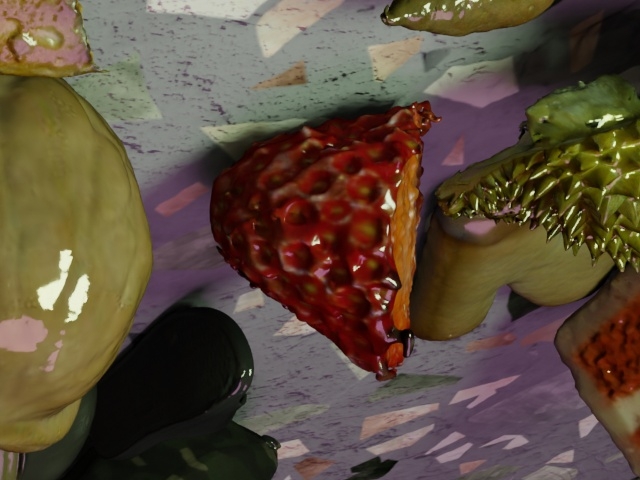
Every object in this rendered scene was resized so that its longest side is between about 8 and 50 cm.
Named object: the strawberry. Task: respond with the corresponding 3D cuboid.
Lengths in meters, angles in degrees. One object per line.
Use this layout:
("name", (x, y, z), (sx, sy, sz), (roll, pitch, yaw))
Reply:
("strawberry", (0.000, 0.000, 1.308), (0.178, 0.234, 0.234), (5, 156, 8))

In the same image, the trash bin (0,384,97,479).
("trash bin", (-0.332, 0.123, 1.265), (0.334, 0.214, 0.214), (-1, 149, -27))

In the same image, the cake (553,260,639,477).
("cake", (0.436, 0.098, 1.723), (0.230, 0.237, 0.309), (-22, 163, -43))

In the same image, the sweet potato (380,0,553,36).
("sweet potato", (0.145, -0.194, 1.162), (0.269, 0.075, 0.075), (-22, 157, -23))

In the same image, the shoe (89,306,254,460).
("shoe", (-0.130, 0.139, 1.578), (0.093, 0.108, 0.241), (3, 153, -44))

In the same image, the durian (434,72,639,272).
("durian", (0.240, -0.071, 1.325), (0.306, 0.166, 0.172), (-22, 146, -32))

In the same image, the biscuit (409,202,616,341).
("biscuit", (0.207, 0.008, 1.622), (0.237, 0.062, 0.290), (-15, 156, -14))

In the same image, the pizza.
("pizza", (-0.196, -0.163, 0.957), (0.178, 0.041, 0.131), (13, 115, -22))

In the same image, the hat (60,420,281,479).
("hat", (-0.256, 0.263, 1.713), (0.382, 0.257, 0.366), (21, 171, -10))

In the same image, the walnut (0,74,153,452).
("walnut", (-0.250, 0.018, 1.054), (0.296, 0.285, 0.285), (-36, 152, 16))
